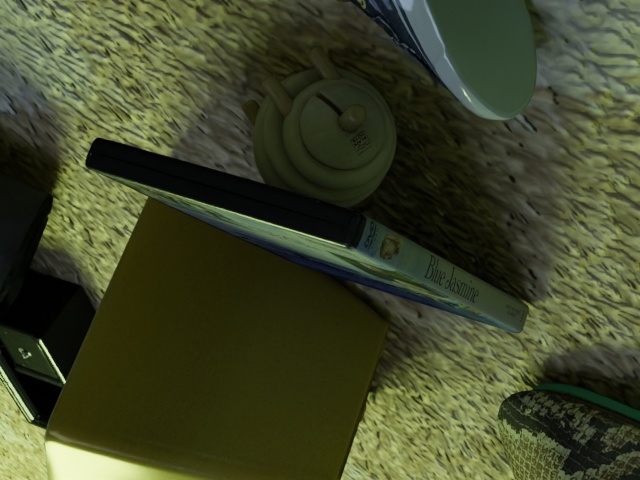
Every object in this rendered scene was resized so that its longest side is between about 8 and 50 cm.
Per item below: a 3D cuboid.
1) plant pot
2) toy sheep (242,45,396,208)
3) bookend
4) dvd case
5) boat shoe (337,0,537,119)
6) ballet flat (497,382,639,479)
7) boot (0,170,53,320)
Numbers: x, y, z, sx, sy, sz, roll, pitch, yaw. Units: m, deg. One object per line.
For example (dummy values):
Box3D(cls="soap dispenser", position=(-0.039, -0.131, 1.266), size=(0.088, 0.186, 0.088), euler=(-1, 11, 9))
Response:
Box3D(cls="plant pot", position=(-0.065, 0.116, 1.178), size=(0.187, 0.212, 0.212), euler=(18, 149, 5))
Box3D(cls="toy sheep", position=(0.002, -0.060, 0.952), size=(0.091, 0.091, 0.132), euler=(37, 169, -4))
Box3D(cls="bookend", position=(-0.200, 0.106, 1.417), size=(0.157, 0.072, 0.156), euler=(16, 145, 30))
Box3D(cls="dvd case", position=(0.000, 0.000, 0.986), size=(0.180, 0.022, 0.253), euler=(17, 176, 30))
Box3D(cls="boat shoe", position=(0.035, -0.135, 0.836), size=(0.083, 0.065, 0.183), euler=(-6, 125, 53))
Box3D(cls="ballet flat", position=(0.295, 0.249, 1.004), size=(0.482, 0.182, 0.164), euler=(24, 150, 19))
Box3D(cls="boot", position=(-0.404, -0.105, 1.222), size=(0.445, 0.146, 0.367), euler=(33, 139, 1))
